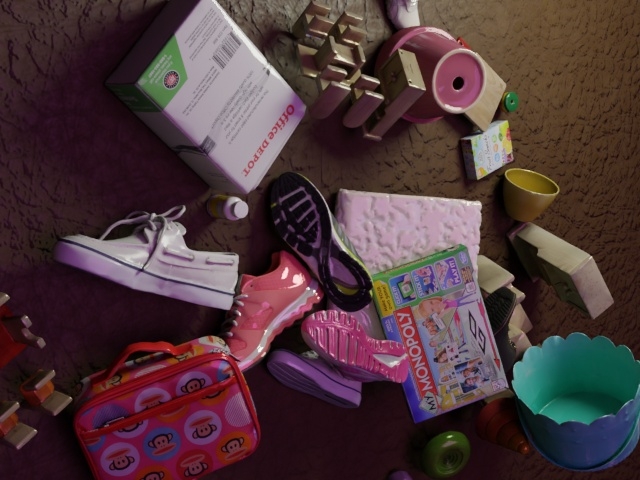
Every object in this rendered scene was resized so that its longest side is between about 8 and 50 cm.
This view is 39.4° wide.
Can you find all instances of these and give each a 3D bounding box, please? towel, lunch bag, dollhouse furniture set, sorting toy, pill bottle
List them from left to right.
[{"bbox_3d":[-0.546,0.203,1.333,0.259,0.135,0.262,-46,123,-40],"label":"dollhouse furniture set"},{"bbox_3d":[-0.264,0.285,1.512,0.293,0.120,0.258,-20,114,-11],"label":"lunch bag"},{"bbox_3d":[-0.167,-0.059,1.620,0.043,0.083,0.043,-7,101,-40],"label":"pill bottle"},{"bbox_3d":[0.051,-0.302,1.717,0.242,0.161,0.212,10,53,-32],"label":"dollhouse furniture set"},{"bbox_3d":[0.173,0.067,1.865,0.317,0.053,0.332,3,94,-11],"label":"towel"},{"bbox_3d":[0.325,0.500,2.005,0.365,0.126,0.127,-31,122,-7],"label":"sorting toy"},{"bbox_3d":[0.345,-0.341,2.041,0.274,0.046,0.132,35,74,-38],"label":"sorting toy"},{"bbox_3d":[0.446,0.165,2.134,0.394,0.256,0.362,-38,121,-6],"label":"dollhouse furniture set"}]

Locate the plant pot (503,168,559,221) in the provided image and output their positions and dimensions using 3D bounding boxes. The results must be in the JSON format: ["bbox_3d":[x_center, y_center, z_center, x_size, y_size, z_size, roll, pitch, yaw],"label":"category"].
[{"bbox_3d":[0.496,-0.102,2.165,0.134,0.134,0.095,-10,127,-39],"label":"plant pot"}]

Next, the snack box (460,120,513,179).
[{"bbox_3d":[0.394,-0.214,2.106,0.141,0.037,0.100,-28,113,-35],"label":"snack box"}]

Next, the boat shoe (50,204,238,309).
[{"bbox_3d":[-0.273,0.011,1.508,0.367,0.136,0.156,19,84,-43],"label":"boat shoe"}]

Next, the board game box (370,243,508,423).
[{"bbox_3d":[0.241,0.191,1.837,0.213,0.046,0.317,-19,99,-6],"label":"board game box"}]

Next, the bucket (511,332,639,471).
[{"bbox_3d":[0.572,0.359,1.971,0.281,0.281,0.183,-41,129,-29],"label":"bucket"}]

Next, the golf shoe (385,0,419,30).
[{"bbox_3d":[0.177,-0.504,1.851,0.069,0.086,0.176,-46,124,-28],"label":"golf shoe"}]

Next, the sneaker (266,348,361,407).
[{"bbox_3d":[-0.010,0.259,1.810,0.258,0.094,0.091,35,54,-41],"label":"sneaker"}]

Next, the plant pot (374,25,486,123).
[{"bbox_3d":[0.236,-0.334,1.831,0.201,0.180,0.201,-7,107,-24],"label":"plant pot"}]

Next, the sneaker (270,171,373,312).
[{"bbox_3d":[0.000,0.000,1.750,0.111,0.121,0.300,-29,95,6],"label":"sneaker"}]

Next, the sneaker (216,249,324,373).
[{"bbox_3d":[-0.137,0.138,1.679,0.314,0.116,0.136,-43,107,-32],"label":"sneaker"}]

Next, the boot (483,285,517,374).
[{"bbox_3d":[0.395,0.199,1.943,0.137,0.077,0.198,16,111,-37],"label":"boot"}]

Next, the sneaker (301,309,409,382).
[{"bbox_3d":[0.051,0.220,1.744,0.252,0.111,0.103,33,55,-30],"label":"sneaker"}]

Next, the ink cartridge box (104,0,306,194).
[{"bbox_3d":[-0.191,-0.248,1.548,0.289,0.121,0.211,47,67,-35],"label":"ink cartridge box"}]
